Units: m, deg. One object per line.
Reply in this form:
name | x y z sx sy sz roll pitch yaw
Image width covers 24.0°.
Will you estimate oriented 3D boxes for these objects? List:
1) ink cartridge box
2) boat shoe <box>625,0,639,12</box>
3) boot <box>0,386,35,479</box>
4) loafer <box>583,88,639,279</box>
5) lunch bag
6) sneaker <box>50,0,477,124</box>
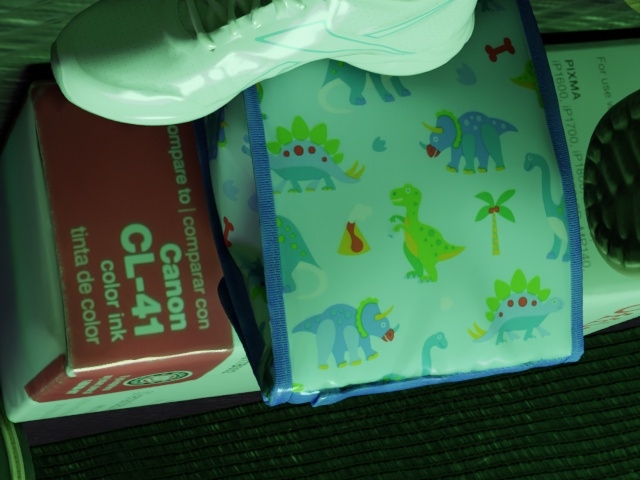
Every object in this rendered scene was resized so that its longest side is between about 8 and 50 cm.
ink cartridge box | 0.000 0.000 0.740 0.306 0.131 0.226 -5 169 -18
boat shoe | 0.146 -0.107 0.539 0.056 0.048 0.153 -18 162 40
boot | -0.242 0.071 0.763 0.077 0.198 0.137 -48 157 10
loafer | 0.216 -0.048 0.529 0.092 0.102 0.268 2 168 -41
lunch bag | 0.025 -0.016 0.578 0.128 0.151 0.096 -7 160 -18
sneaker | -0.017 -0.081 0.508 0.152 0.054 0.061 -14 162 -11
